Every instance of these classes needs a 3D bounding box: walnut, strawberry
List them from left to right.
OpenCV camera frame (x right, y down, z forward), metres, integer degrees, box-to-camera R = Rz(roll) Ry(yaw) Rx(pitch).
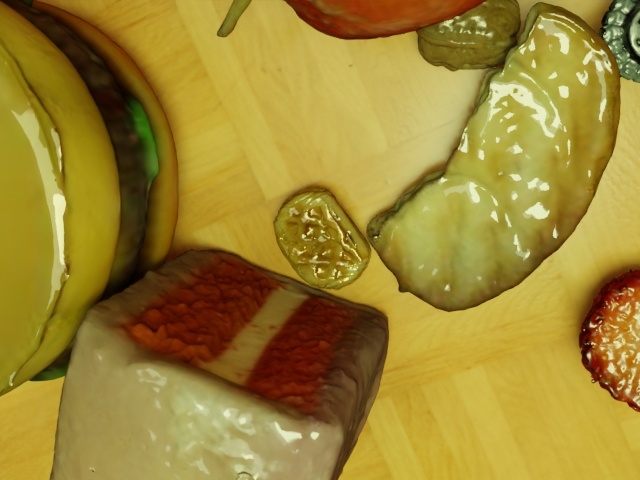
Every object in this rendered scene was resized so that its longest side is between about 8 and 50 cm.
[{"bbox_3d":[0.131,-0.193,0.631,0.096,0.082,0.079,7,132,7],"label":"walnut"},{"bbox_3d":[0.313,0.093,0.658,0.145,0.086,0.145,2,104,8],"label":"strawberry"}]

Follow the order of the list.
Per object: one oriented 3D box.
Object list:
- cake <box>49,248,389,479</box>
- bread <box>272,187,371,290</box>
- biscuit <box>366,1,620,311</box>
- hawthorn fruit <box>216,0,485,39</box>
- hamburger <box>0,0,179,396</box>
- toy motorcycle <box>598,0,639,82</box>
[{"bbox_3d":[-0.082,0.165,0.642,0.237,0.309,0.230,18,103,9],"label":"cake"},{"bbox_3d":[0.000,0.000,0.719,0.083,0.044,0.111,-34,93,20],"label":"bread"},{"bbox_3d":[0.169,-0.053,0.643,0.154,0.045,0.299,36,121,0],"label":"biscuit"},{"bbox_3d":[0.027,-0.271,0.531,0.330,0.287,0.287,-38,94,26],"label":"hawthorn fruit"},{"bbox_3d":[-0.332,-0.035,0.650,0.395,0.277,0.396,2,101,9],"label":"hamburger"},{"bbox_3d":[0.317,-0.284,0.564,0.173,0.108,0.307,1,103,1],"label":"toy motorcycle"}]
